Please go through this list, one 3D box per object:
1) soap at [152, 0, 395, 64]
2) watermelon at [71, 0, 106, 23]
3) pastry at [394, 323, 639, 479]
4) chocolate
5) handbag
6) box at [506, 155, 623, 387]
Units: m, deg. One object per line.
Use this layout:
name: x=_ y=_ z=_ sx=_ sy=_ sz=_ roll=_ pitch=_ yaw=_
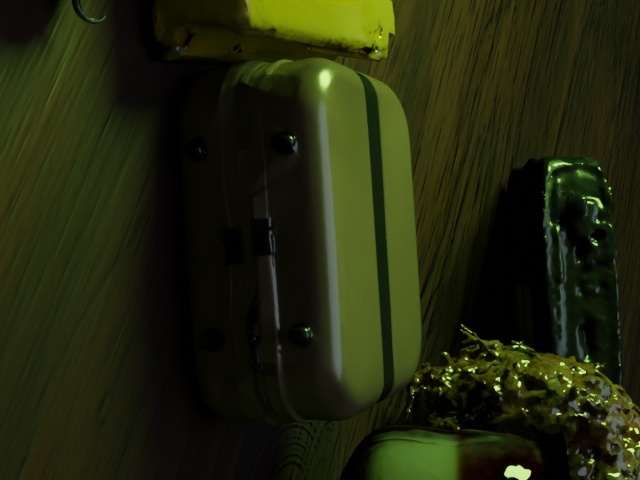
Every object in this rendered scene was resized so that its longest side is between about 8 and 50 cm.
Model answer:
soap: x=-0.039 y=-0.254 z=1.495 sx=0.324 sy=0.096 sz=0.204 roll=-6 pitch=91 yaw=-65
watermelon: x=-0.158 y=-0.222 z=1.244 sx=0.109 sy=0.109 sz=0.109 roll=-4 pitch=90 yaw=-65
pastry: x=0.201 y=0.209 z=1.740 sx=0.193 sy=0.274 sz=0.275 roll=-63 pitch=141 yaw=-57
chocolate: x=0.093 y=0.282 z=1.520 sx=0.283 sy=0.186 sz=0.284 roll=-161 pitch=-90 yaw=-86
handbag: x=0.000 y=0.000 z=1.485 sx=0.283 sy=0.149 sz=0.302 roll=1 pitch=84 yaw=-66
box: x=0.275 y=0.083 z=1.986 sx=0.350 sy=0.091 sz=0.359 roll=115 pitch=-27 yaw=-87
